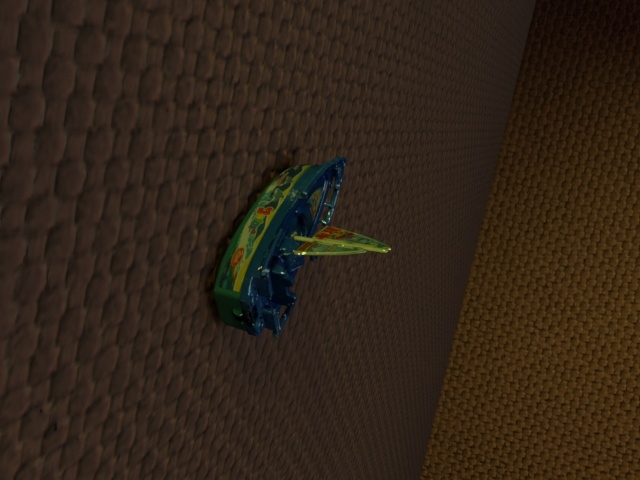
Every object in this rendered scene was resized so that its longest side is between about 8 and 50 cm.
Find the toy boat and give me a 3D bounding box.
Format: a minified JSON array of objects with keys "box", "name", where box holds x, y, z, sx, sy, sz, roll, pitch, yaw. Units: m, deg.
[{"box":[0.000,0.000,0.629,0.091,0.110,0.175,84,24,-50],"name":"toy boat"}]
